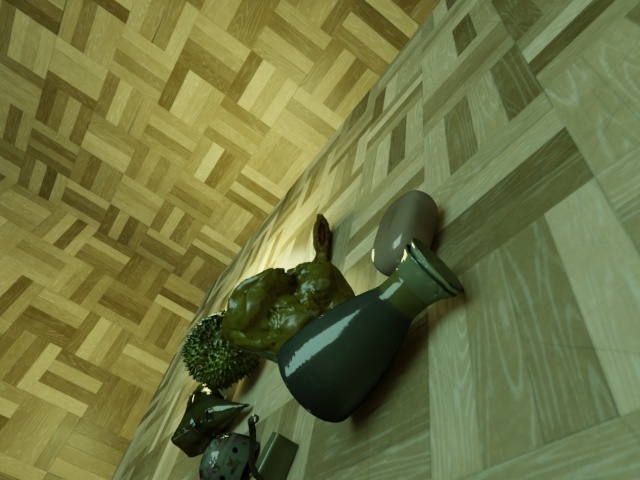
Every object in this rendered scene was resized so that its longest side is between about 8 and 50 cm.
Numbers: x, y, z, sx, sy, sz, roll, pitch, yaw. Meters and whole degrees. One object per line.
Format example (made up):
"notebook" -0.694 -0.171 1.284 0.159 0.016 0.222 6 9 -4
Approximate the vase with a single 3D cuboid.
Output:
"vase" 0.087 0.147 0.791 0.321 0.173 0.173 -48 16 15

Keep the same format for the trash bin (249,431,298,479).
"trash bin" -0.091 0.441 0.922 0.043 0.061 0.092 -32 27 60

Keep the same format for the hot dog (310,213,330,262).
"hot dog" 0.000 0.001 1.564 0.289 0.068 0.083 -90 12 -58

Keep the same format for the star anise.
"star anise" -0.103 0.408 0.754 0.218 0.227 0.148 -37 15 25

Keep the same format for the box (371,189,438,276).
"box" 0.177 -0.015 0.966 0.146 0.088 0.200 -38 25 49

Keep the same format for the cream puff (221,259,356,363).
"cream puff" -0.083 0.157 1.094 0.323 0.274 0.270 -25 43 58

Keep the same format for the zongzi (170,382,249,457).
"zongzi" -0.315 0.503 1.438 0.289 0.123 0.260 -42 15 15

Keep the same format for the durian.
"durian" -0.316 0.346 1.497 0.291 0.225 0.291 -18 9 3

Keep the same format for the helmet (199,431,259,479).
"helmet" -0.238 0.536 1.110 0.177 0.107 0.153 -33 30 56
